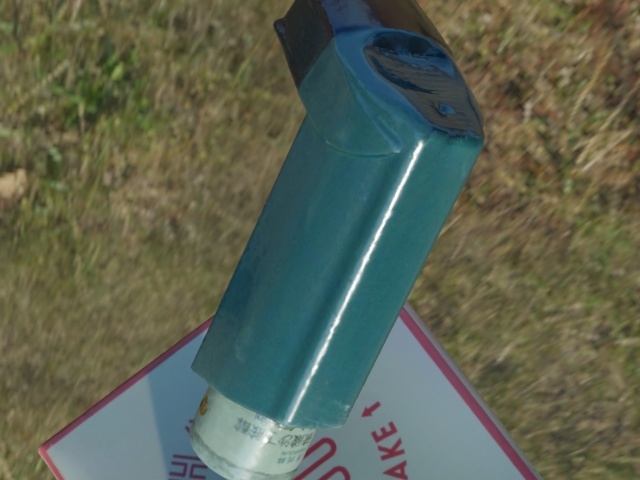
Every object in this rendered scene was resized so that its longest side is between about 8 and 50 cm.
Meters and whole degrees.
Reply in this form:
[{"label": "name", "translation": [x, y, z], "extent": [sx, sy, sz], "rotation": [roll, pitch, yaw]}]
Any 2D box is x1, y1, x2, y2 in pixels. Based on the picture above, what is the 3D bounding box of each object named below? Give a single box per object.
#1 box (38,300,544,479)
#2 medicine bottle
[{"label": "box", "translation": [0.010, 0.230, 1.484], "extent": [0.314, 0.300, 0.312], "rotation": [-37, 66, -1]}, {"label": "medicine bottle", "translation": [0.000, 0.000, 0.902], "extent": [0.079, 0.258, 0.124], "rotation": [4, 29, -39]}]
